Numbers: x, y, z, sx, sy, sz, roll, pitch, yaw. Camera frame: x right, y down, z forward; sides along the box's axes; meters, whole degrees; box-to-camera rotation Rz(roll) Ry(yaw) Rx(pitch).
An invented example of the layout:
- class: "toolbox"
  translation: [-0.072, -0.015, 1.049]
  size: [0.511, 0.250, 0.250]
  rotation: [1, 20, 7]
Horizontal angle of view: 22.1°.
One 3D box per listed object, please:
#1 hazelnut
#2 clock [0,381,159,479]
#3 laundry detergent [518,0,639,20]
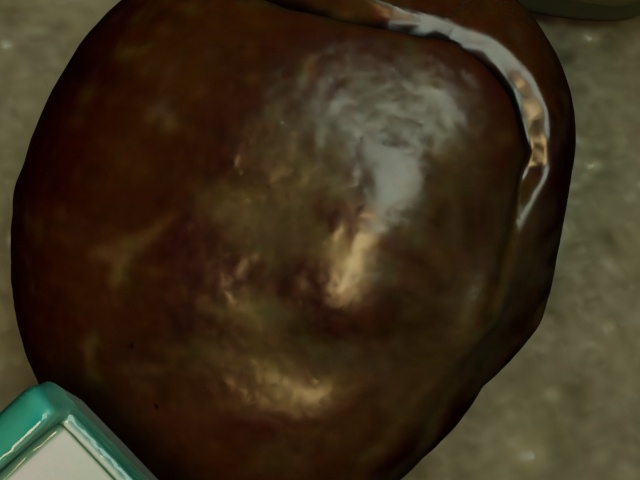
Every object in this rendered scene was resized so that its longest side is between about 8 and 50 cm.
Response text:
- class: "hazelnut"
  translation: [0.000, 0.000, 0.634]
  size: [0.218, 0.218, 0.234]
  rotation: [19, 95, -9]
- class: "clock"
  translation: [-0.102, 0.216, 0.535]
  size: [0.262, 0.116, 0.231]
  rotation: [-43, 80, -1]
- class: "laundry detergent"
  translation: [0.136, -0.198, 0.731]
  size: [0.181, 0.253, 0.091]
  rotation: [13, 66, -12]
